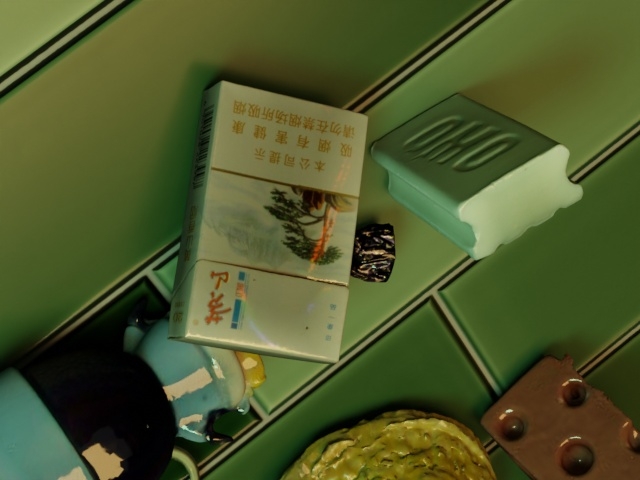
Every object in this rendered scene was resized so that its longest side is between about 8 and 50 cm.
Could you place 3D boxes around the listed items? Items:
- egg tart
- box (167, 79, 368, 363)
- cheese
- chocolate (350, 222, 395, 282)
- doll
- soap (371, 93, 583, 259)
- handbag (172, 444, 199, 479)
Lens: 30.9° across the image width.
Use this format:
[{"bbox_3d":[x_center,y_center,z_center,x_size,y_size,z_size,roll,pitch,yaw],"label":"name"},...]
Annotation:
[{"bbox_3d":[0.077,0.323,1.253,0.294,0.123,0.294,-9,113,-21],"label":"egg tart"},{"bbox_3d":[-0.047,-0.013,1.052,0.149,0.067,0.233,10,81,-20],"label":"box"},{"bbox_3d":[0.307,0.249,1.309,0.128,0.203,0.177,-46,148,-3],"label":"cheese"},{"bbox_3d":[0.000,0.003,1.141,0.147,0.070,0.072,12,115,-16],"label":"chocolate"},{"bbox_3d":[-0.201,0.170,1.059,0.314,0.141,0.177,-30,75,-24],"label":"doll"},{"bbox_3d":[0.140,-0.065,1.084,0.119,0.198,0.066,-30,117,-9],"label":"soap"},{"bbox_3d":[-0.238,0.335,1.167,0.241,0.109,0.315,37,80,-31],"label":"handbag"}]
